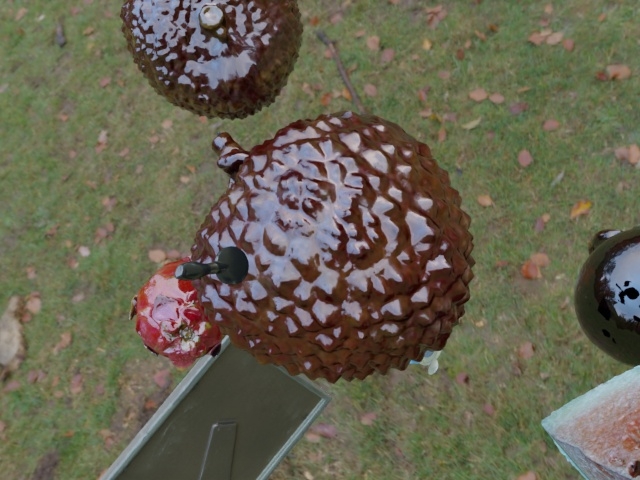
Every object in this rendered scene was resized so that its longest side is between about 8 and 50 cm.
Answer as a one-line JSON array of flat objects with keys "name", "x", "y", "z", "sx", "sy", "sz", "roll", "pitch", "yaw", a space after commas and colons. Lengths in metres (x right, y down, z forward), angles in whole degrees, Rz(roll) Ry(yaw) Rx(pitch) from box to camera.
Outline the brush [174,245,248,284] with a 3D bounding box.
[{"name": "brush", "x": -0.061, "y": 0.016, "z": 0.368, "sx": 0.008, "sy": 0.083, "sz": 0.024, "roll": -6, "pitch": 91, "yaw": 19}]

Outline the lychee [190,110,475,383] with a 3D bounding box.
[{"name": "lychee", "x": 0.000, "y": 0.000, "z": 0.602, "sx": 0.300, "sy": 0.264, "sz": 0.264, "roll": 41, "pitch": 83, "yaw": 9}]

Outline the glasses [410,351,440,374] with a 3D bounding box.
[{"name": "glasses", "x": 0.081, "y": 0.087, "z": 0.942, "sx": 0.221, "sy": 0.189, "sz": 0.088, "roll": 8, "pitch": 21, "yaw": 7}]

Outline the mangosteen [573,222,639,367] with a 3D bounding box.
[{"name": "mangosteen", "x": 0.641, "y": 0.094, "z": 1.252, "sx": 0.297, "sy": 0.297, "sz": 0.313, "roll": -30, "pitch": 55, "yaw": 6}]

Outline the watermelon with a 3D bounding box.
[{"name": "watermelon", "x": 0.326, "y": 0.203, "z": 0.586, "sx": 0.154, "sy": 0.241, "sz": 0.094, "roll": -40, "pitch": 93, "yaw": 6}]

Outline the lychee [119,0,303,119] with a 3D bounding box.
[{"name": "lychee", "x": -0.110, "y": -0.224, "z": 0.664, "sx": 0.194, "sy": 0.194, "sz": 0.194, "roll": -11, "pitch": 58, "yaw": 19}]

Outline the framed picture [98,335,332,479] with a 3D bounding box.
[{"name": "framed picture", "x": -0.215, "y": 0.425, "z": 1.314, "sx": 0.446, "sy": 0.326, "sz": 0.028, "roll": -50, "pitch": 33, "yaw": -4}]

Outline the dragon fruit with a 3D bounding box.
[{"name": "dragon fruit", "x": -0.181, "y": 0.088, "z": 0.830, "sx": 0.133, "sy": 0.136, "sz": 0.166, "roll": -10, "pitch": 45, "yaw": 9}]
